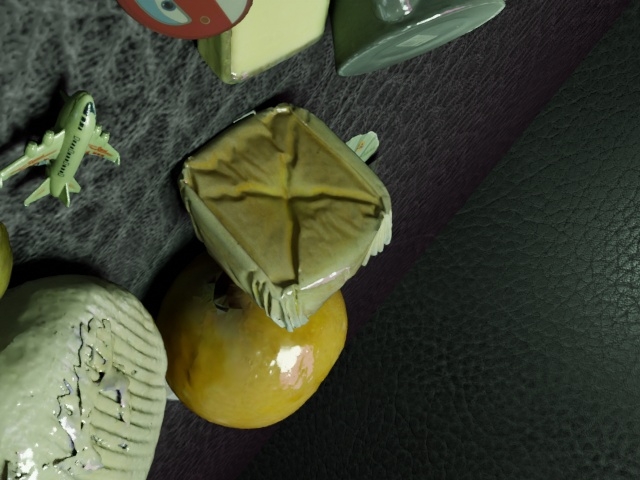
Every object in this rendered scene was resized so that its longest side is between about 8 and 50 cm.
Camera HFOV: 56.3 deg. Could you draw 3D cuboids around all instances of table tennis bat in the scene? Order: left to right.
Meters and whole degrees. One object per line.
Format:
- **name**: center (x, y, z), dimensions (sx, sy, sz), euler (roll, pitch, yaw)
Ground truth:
- **table tennis bat**: center (-0.070, -0.181, 0.394), dimensions (0.155, 0.019, 0.098), euler (-13, 148, 22)

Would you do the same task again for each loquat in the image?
- **loquat**: center (-0.091, 0.123, 0.817), dimensions (0.263, 0.263, 0.263), euler (-43, 164, -16)

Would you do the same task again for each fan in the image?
- **fan**: center (0.027, -0.117, 0.997), dimensions (0.240, 0.009, 0.131), euler (-37, 159, -31)

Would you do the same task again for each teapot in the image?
- **teapot**: center (0.068, -0.252, 0.557), dimensions (0.162, 0.149, 0.239), euler (-20, -174, 21)

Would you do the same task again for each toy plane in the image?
- **toy plane**: center (-0.195, -0.070, 0.457), dimensions (0.102, 0.040, 0.111), euler (-30, 156, -51)

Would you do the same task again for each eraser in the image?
- **eraser**: center (-0.043, -0.216, 0.465), dimensions (0.117, 0.058, 0.172), euler (-36, 161, -23)

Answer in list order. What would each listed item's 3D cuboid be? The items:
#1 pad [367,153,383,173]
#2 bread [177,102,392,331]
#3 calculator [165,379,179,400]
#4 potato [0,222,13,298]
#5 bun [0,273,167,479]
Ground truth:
- **pad**: center (0.000, 0.000, 1.192), dimensions (0.248, 0.007, 0.367), euler (-38, 164, -28)
- **bread**: center (-0.036, -0.031, 0.672), dimensions (0.192, 0.210, 0.110), euler (-42, 168, -20)
- **calculator**: center (-0.224, 0.205, 1.051), dimensions (0.177, 0.040, 0.268), euler (-44, 163, -14)
- **potato**: center (-0.262, 0.000, 0.330), dimensions (0.149, 0.113, 0.251), euler (-51, 175, -17)
- **bun**: center (-0.258, 0.157, 0.575), dimensions (0.273, 0.168, 0.272), euler (0, 90, -75)
